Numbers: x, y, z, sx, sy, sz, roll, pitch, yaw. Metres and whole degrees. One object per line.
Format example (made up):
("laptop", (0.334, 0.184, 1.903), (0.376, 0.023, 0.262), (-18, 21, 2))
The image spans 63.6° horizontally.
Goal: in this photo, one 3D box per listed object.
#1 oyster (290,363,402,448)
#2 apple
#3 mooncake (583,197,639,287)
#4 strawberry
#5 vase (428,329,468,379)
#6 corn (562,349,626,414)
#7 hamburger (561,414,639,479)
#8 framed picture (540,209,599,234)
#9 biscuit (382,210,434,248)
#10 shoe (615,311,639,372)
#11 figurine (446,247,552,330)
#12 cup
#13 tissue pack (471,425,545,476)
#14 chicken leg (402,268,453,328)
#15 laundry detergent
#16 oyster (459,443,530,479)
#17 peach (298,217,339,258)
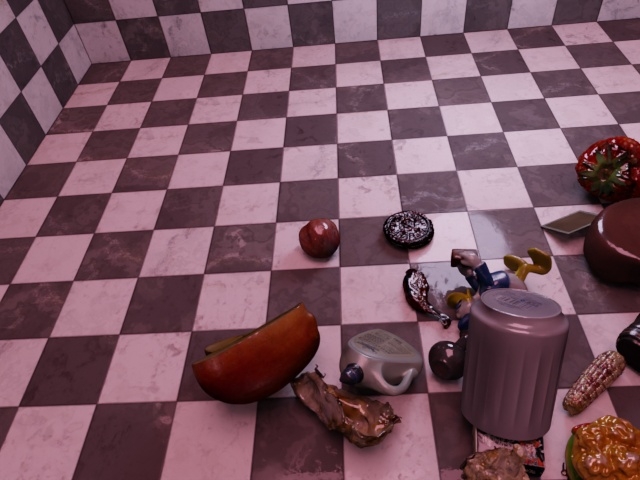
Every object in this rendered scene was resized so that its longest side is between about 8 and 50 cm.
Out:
("oyster", (0.048, 0.450, 1.411), (0.337, 0.198, 0.133), (25, 88, 35))
("apple", (-0.180, 0.303, 1.484), (0.365, 0.295, 0.328), (-27, 39, -9))
("mooncake", (1.062, 0.011, 1.703), (0.334, 0.174, 0.326), (24, 56, 24))
("strawberry", (1.115, -0.267, 1.942), (0.288, 0.249, 0.239), (-21, 9, -42))
("vase", (0.401, 0.332, 1.532), (0.120, 0.120, 0.183), (30, 42, 30))
("corn", (0.763, 0.398, 1.442), (0.237, 0.079, 0.079), (-36, 53, -22))
("hamburger", (0.726, 0.540, 1.261), (0.237, 0.148, 0.237), (-3, 45, 3))
("framed picture", (0.916, -0.065, 1.863), (0.183, 0.011, 0.142), (-20, 18, -13))
("biscuit", (0.329, -0.042, 1.927), (0.195, 0.053, 0.194), (-4, 46, 4))
("shoe", (1.047, 0.321, 1.411), (0.237, 0.171, 0.384), (-36, 45, -20))
("figurine", (0.522, 0.139, 1.645), (0.284, 0.204, 0.338), (37, 71, 5))
("cup", (0.505, 0.298, 1.377), (0.237, 0.326, 0.323), (4, 15, 10))
("tissue pack", (0.481, 0.538, 1.331), (0.170, 0.090, 0.103), (2, 50, 10))
("chicken leg", (0.341, 0.192, 1.710), (0.106, 0.051, 0.253), (-15, 49, -14))
("laundry detergent", (0.156, 0.353, 1.449), (0.215, 0.105, 0.281), (29, 20, 25))
("oyster", (0.428, 0.558, 1.247), (0.164, 0.190, 0.081), (16, 25, 8))
("peach", (0.000, 0.000, 1.888), (0.152, 0.152, 0.152), (-4, 46, 4))
